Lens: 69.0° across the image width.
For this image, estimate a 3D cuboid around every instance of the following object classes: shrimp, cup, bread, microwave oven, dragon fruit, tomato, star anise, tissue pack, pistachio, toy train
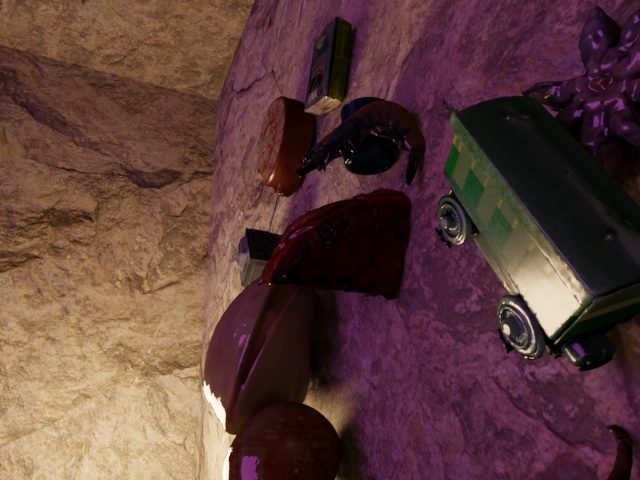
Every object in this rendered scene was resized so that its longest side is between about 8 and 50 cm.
[{"bbox_3d":[0.087,-0.164,0.936,0.198,0.262,0.051,56,179,21],"label":"shrimp"},{"bbox_3d":[0.111,-0.233,1.023,0.150,0.114,0.138,142,131,-60],"label":"cup"},{"bbox_3d":[-0.125,-0.337,1.602,0.327,0.114,0.295,-109,35,-49],"label":"bread"},{"bbox_3d":[-0.192,0.061,1.559,0.208,0.163,0.122,-114,40,-58],"label":"microwave oven"},{"bbox_3d":[0.001,-0.010,1.034,0.329,0.286,0.227,-163,78,-75],"label":"dragon fruit"},{"bbox_3d":[-0.091,0.477,1.013,0.222,0.270,0.270,47,136,13],"label":"tomato"},{"bbox_3d":[0.329,-0.170,0.520,0.236,0.093,0.229,135,137,-57],"label":"star anise"},{"bbox_3d":[0.022,-0.505,1.375,0.173,0.073,0.235,-179,97,-68],"label":"tissue pack"},{"bbox_3d":[-0.141,0.286,1.217,0.365,0.282,0.445,53,-121,-82],"label":"pistachio"},{"bbox_3d":[0.240,-0.011,0.529,0.202,0.120,0.300,89,163,-53],"label":"toy train"}]

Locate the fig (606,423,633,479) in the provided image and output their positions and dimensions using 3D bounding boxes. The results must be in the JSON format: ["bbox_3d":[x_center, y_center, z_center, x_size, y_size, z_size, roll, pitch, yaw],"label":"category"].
[{"bbox_3d":[0.266,0.311,0.444,0.202,0.148,0.149,-40,75,12],"label":"fig"}]
